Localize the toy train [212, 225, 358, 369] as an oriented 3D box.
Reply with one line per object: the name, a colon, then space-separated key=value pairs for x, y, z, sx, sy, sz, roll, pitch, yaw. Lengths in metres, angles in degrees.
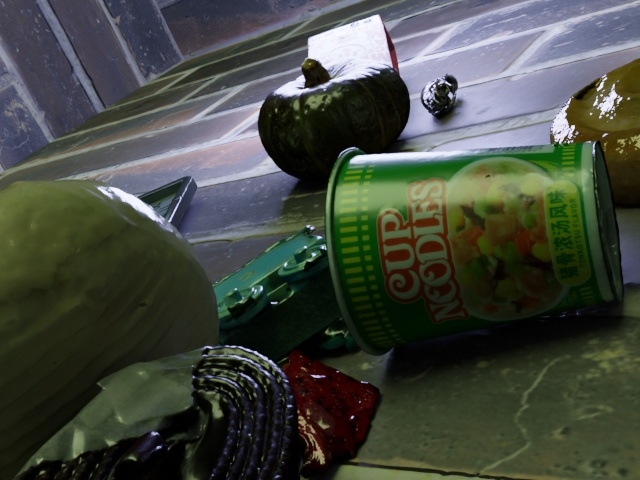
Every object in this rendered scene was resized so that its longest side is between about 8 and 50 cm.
toy train: x=-0.048 y=0.076 z=0.988 sx=0.203 sy=0.112 sz=0.163 roll=-31 pitch=14 yaw=-18

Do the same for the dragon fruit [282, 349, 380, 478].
dragon fruit: x=-0.012 y=0.150 z=0.816 sx=0.097 sy=0.063 sz=0.131 roll=-16 pitch=22 yaw=25

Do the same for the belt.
belt: x=-0.112 y=0.206 z=0.663 sx=0.184 sy=0.164 sz=0.289 roll=10 pitch=29 yaw=13

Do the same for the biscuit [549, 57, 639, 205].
biscuit: x=0.400 y=-0.149 z=1.036 sx=0.296 sy=0.102 sz=0.296 roll=-20 pitch=22 yaw=8

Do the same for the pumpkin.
pumpkin: x=0.013 y=-0.216 z=1.531 sx=0.260 sy=0.189 sz=0.260 roll=-23 pitch=21 yaw=9

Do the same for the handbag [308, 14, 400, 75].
handbag: x=0.071 y=-0.319 z=1.784 sx=0.171 sy=0.151 sz=0.298 roll=-17 pitch=24 yaw=7

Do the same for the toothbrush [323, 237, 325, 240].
toothbrush: x=0.002 y=0.005 z=1.229 sx=0.294 sy=0.028 sz=0.026 roll=-38 pitch=22 yaw=-20

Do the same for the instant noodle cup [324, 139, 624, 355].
instant noodle cup: x=0.149 y=-0.006 z=0.854 sx=0.233 sy=0.207 sz=0.207 roll=-9 pitch=25 yaw=23

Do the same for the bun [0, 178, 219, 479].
bun: x=-0.261 y=0.112 z=0.791 sx=0.213 sy=0.361 sz=0.361 roll=24 pitch=47 yaw=31

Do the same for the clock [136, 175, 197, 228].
clock: x=-0.360 y=-0.009 z=1.655 sx=0.279 sy=0.049 sz=0.273 roll=-21 pitch=21 yaw=12

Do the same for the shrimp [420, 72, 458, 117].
shrimp: x=0.202 y=-0.244 z=1.572 sx=0.065 sy=0.056 sz=0.165 roll=-13 pitch=25 yaw=14
